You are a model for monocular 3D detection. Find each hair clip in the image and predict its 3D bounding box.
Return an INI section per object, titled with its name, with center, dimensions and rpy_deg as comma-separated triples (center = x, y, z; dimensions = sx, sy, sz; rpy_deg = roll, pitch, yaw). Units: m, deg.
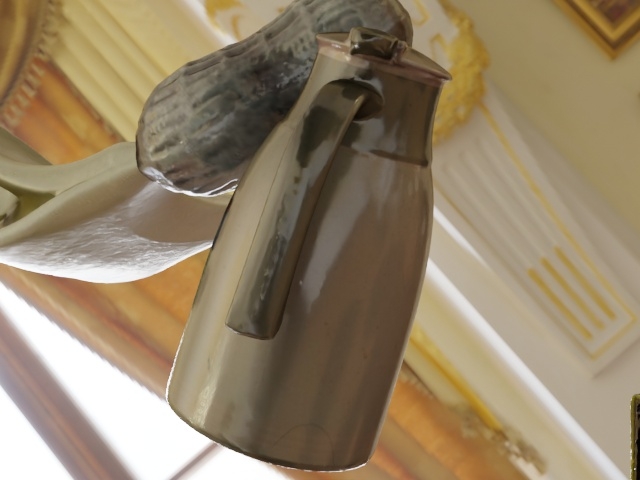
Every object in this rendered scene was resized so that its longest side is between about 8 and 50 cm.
[hair clip]
center = -0.194, -0.023, 0.744
dimensions = 0.172, 0.282, 0.113
rpy_deg = 25, -99, -67

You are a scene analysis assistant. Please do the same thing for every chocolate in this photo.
[chocolate]
center = -0.026, -0.080, 0.567
dimensions = 0.167, 0.072, 0.072
rpy_deg = -31, -11, -3

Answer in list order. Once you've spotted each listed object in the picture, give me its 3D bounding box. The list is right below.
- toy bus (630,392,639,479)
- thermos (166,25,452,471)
[toy bus]
center = 0.330, 0.181, 0.596
dimensions = 0.151, 0.145, 0.331
rpy_deg = -10, 16, -28
[thermos]
center = 0.000, 0.000, 0.478
dimensions = 0.137, 0.105, 0.193
rpy_deg = -17, -53, -71
